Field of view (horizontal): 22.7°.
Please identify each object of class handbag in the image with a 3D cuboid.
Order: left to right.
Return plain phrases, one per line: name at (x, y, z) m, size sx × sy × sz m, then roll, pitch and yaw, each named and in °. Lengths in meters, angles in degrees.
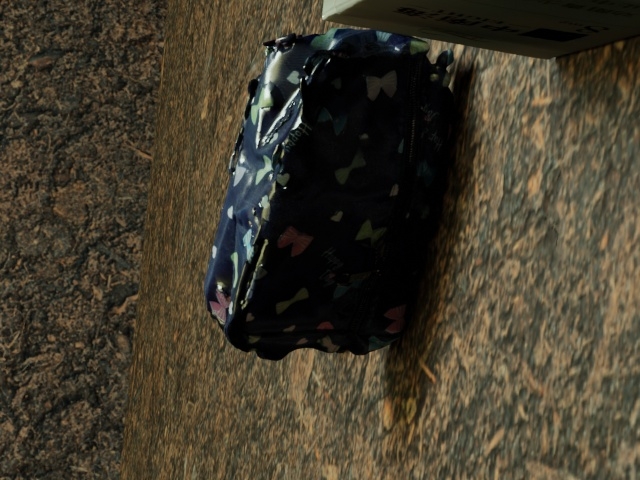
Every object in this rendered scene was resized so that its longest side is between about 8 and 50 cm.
handbag at (0.010, -0.033, 1.183) m, size 0.113 × 0.162 × 0.260 m, roll 42°, pitch 125°, yaw 58°

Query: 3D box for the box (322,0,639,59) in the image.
box at (0.102, -0.151, 0.853) m, size 0.243 × 0.155 × 0.067 m, roll -176°, pitch 95°, yaw -75°
